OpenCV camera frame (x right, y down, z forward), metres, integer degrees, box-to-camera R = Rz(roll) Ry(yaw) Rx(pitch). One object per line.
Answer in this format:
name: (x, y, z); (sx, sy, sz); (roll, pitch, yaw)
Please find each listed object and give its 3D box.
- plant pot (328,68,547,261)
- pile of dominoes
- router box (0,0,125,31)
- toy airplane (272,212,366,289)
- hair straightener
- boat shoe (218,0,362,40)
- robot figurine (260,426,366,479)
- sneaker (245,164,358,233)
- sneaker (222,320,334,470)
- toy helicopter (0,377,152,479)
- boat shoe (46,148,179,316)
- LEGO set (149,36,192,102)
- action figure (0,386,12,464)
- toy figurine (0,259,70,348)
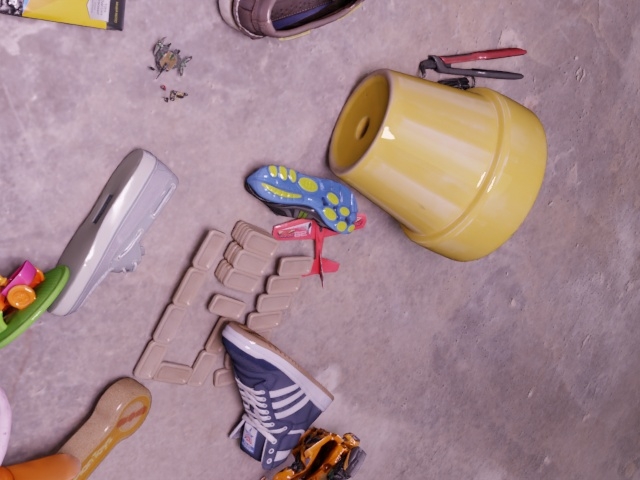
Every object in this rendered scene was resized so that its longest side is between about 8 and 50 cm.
plant pot: (0.152, -0.124, 1.065); (0.239, 0.254, 0.254); (21, 94, -24)
pile of dominoes: (-0.139, 0.097, 1.061); (0.196, 0.040, 0.251); (23, 100, -43)
router box: (-0.273, -0.324, 0.782); (0.133, 0.046, 0.179); (-2, 107, -36)
toy airplane: (0.000, 0.000, 1.116); (0.151, 0.028, 0.151); (-6, 109, -18)
hair straightener: (0.243, -0.261, 1.192); (0.230, 0.047, 0.089); (-14, 115, -32)
boat shoe: (0.026, -0.347, 0.952); (0.324, 0.096, 0.117); (-31, 136, -25)
robot figurine: (-0.053, 0.399, 1.135); (0.291, 0.211, 0.085); (-43, 95, -17)
sneaker: (-0.023, -0.060, 1.046); (0.188, 0.078, 0.067); (20, 81, -32)
sneaker: (-0.090, 0.236, 1.077); (0.153, 0.099, 0.282); (-51, 141, -10)
toy helicopter: (-0.343, 0.302, 0.899); (0.355, 0.140, 0.235); (-50, 150, -31)
boat shoe: (-0.248, 0.001, 0.900); (0.081, 0.079, 0.228); (35, 81, -35)
LEGO set: (-0.188, -0.213, 0.907); (0.054, 0.023, 0.083); (-5, 123, -33)
action figure: (-0.518, 0.223, 0.664); (0.370, 0.275, 0.248); (-13, 116, -52)
toy figurine: (-0.397, 0.037, 0.805); (0.173, 0.130, 0.159); (-37, 114, 9)
